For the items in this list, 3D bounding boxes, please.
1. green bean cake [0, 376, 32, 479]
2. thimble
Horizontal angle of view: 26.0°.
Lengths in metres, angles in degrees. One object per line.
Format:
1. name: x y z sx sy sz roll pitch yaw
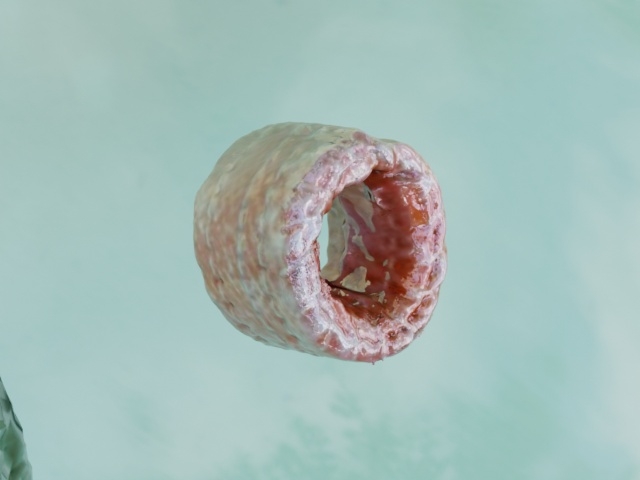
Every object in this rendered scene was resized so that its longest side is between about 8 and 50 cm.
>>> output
1. green bean cake: -0.257 0.087 0.652 0.169 0.308 0.300 -25 147 -27
2. thimble: 0.000 0.000 1.375 0.239 0.162 0.239 -5 98 -41
